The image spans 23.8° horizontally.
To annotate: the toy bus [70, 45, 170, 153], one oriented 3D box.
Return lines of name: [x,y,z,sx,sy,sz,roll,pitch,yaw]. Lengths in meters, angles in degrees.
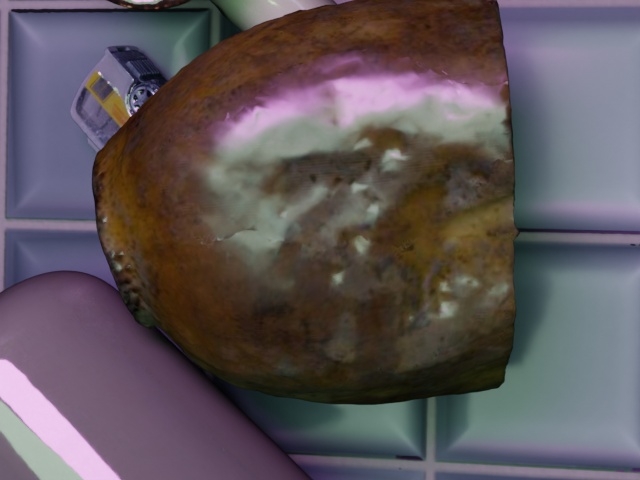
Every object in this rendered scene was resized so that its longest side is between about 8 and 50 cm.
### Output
toy bus: [-0.098,-0.054,1.101,0.190,0.064,0.075,46,111,8]

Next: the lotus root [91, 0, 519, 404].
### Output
lotus root: [-0.013,-0.009,0.960,0.260,0.149,0.267,-3,123,-2]

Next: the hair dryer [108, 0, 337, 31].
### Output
hair dryer: [-0.020,-0.151,1.037,0.362,0.203,0.128,43,103,-11]

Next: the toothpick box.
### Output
toothpick box: [-0.163,0.161,1.031,0.316,0.229,0.229,44,99,8]
